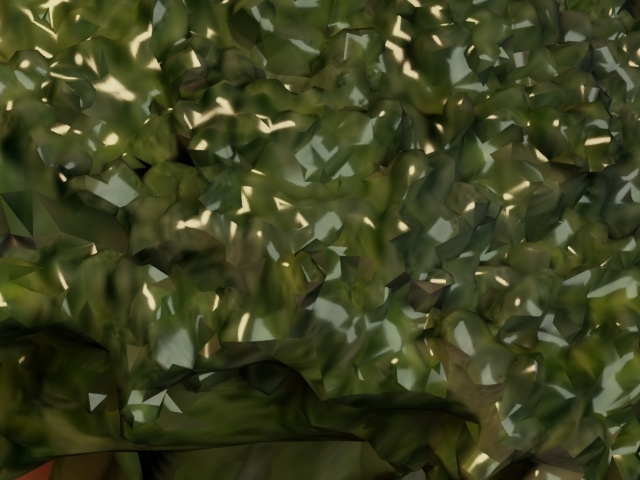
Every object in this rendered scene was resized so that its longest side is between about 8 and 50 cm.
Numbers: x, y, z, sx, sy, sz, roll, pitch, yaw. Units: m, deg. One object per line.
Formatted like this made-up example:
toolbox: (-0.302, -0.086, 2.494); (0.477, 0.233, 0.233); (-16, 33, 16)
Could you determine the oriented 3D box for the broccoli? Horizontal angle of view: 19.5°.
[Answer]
broccoli: (0.005, -0.023, 0.550); (0.375, 0.302, 0.249); (9, 73, -14)
